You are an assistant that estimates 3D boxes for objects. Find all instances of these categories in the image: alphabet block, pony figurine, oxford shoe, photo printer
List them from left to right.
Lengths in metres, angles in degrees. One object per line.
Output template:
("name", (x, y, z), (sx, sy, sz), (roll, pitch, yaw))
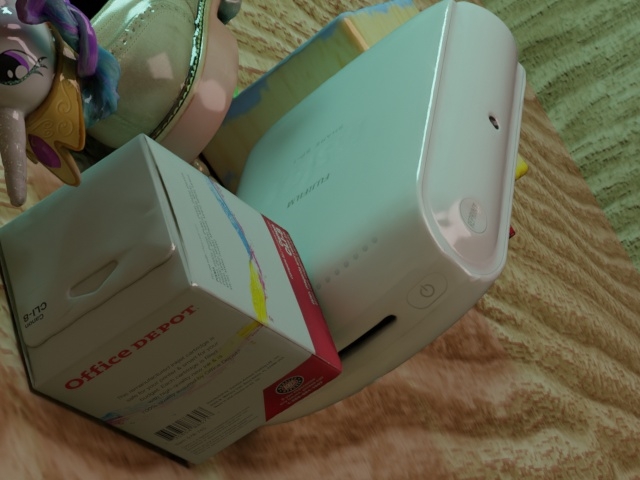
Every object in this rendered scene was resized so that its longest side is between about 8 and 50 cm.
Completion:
("pony figurine", (-0.243, -0.238, 1.101), (0.363, 0.303, 0.351), (39, 47, -37))
("oxford shoe", (-0.157, -0.210, 1.455), (0.146, 0.140, 0.397), (33, 22, -28))
("photo printer", (0.029, -0.013, 1.361), (0.107, 0.256, 0.307), (40, 36, -22))
("alphabet block", (0.038, -0.078, 1.628), (0.197, 0.192, 0.193), (55, 26, 3))

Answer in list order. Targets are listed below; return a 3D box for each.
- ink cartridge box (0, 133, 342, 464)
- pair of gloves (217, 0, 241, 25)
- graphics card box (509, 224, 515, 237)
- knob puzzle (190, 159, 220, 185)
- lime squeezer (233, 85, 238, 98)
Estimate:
("ink cartridge box", (-0.097, 0.041, 1.179), (0.176, 0.128, 0.127), (35, 27, -52))
("pair of gloves", (-0.082, -0.230, 1.562), (0.042, 0.240, 0.204), (15, 36, -22))
("graphics card box", (0.082, -0.060, 1.925), (0.233, 0.094, 0.371), (59, 18, 3))
("knob puzzle", (-0.087, -0.009, 1.469), (0.213, 0.030, 0.213), (51, 18, -23))
("lime squeezer", (-0.135, -0.263, 1.744), (0.310, 0.059, 0.110), (58, 16, -1))
